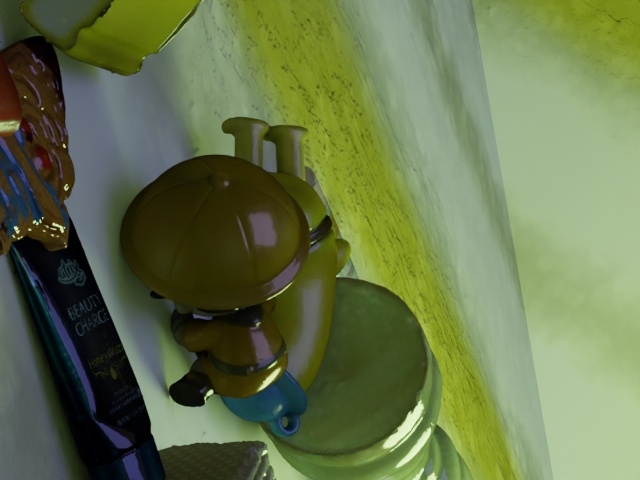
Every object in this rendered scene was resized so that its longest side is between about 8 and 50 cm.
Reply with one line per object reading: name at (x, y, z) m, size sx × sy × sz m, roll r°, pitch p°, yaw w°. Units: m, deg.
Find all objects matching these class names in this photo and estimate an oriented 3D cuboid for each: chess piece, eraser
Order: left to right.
eraser at (-0.183, -0.238, 1.674) m, size 0.069 × 0.158 × 0.226 m, roll 41°, pitch 7°, yaw 10°
chess piece at (0.071, 0.250, 2.170) m, size 0.442 × 0.234 × 0.234 m, roll 64°, pitch 23°, yaw -54°

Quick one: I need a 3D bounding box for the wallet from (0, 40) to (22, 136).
wallet at (-0.316, -0.140, 1.367) m, size 0.204 × 0.045 × 0.142 m, roll -21°, pitch 90°, yaw -67°

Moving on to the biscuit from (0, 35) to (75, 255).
biscuit at (-0.262, -0.089, 1.546) m, size 0.280 × 0.043 × 0.183 m, roll -80°, pitch 151°, yaw -48°

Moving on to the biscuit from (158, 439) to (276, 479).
biscuit at (-0.145, 0.308, 1.531) m, size 0.426 × 0.144 × 0.078 m, roll -63°, pitch 141°, yaw -62°

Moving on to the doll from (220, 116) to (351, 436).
doll at (-0.045, 0.040, 1.981) m, size 0.199 × 0.145 × 0.363 m, roll 5°, pitch 74°, yaw -29°

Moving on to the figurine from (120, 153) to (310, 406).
figurine at (-0.094, 0.036, 1.800) m, size 0.192 × 0.167 × 0.256 m, roll -39°, pitch 124°, yaw -40°

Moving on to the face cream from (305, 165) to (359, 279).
face cream at (0.000, 0.000, 2.321) m, size 0.084 × 0.057 × 0.198 m, roll -80°, pitch 154°, yaw -50°

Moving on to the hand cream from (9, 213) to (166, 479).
hand cream at (-0.214, 0.105, 1.593) m, size 0.270 × 0.061 × 0.120 m, roll 70°, pitch 22°, yaw -5°
